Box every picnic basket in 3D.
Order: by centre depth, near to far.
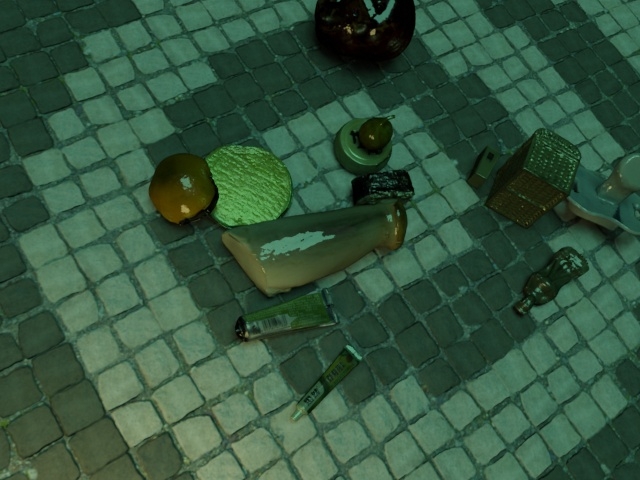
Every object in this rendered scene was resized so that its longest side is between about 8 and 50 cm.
[{"bbox_3d":[0.520,-0.155,1.567,0.134,0.196,0.154,30,62,1],"label":"picnic basket"}]

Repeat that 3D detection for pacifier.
[{"bbox_3d":[0.742,-0.141,1.615,0.279,0.207,0.227,23,46,-4],"label":"pacifier"}]

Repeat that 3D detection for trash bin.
[{"bbox_3d":[0.413,-0.184,1.630,0.043,0.061,0.092,30,66,0],"label":"trash bin"}]

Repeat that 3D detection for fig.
[{"bbox_3d":[0.132,-0.258,1.506,0.084,0.098,0.081,-9,69,-6],"label":"fig"}]

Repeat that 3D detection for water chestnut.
[{"bbox_3d":[0.119,-0.597,1.637,0.289,0.244,0.288,6,67,-14],"label":"water chestnut"}]

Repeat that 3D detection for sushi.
[{"bbox_3d":[0.148,-0.120,1.519,0.151,0.090,0.078,-5,72,-18],"label":"sushi"}]

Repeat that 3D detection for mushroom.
[{"bbox_3d":[0.000,0.008,1.404,0.408,0.137,0.154,-13,60,-13],"label":"mushroom"}]

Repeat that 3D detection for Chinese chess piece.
[{"bbox_3d":[0.105,-0.231,1.573,0.144,0.058,0.144,6,66,-13],"label":"Chinese chess piece"}]

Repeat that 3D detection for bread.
[{"bbox_3d":[-0.173,-0.120,1.469,0.229,0.033,0.228,4,67,-10],"label":"bread"}]

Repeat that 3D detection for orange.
[{"bbox_3d":[-0.301,-0.119,1.382,0.170,0.112,0.160,17,79,15],"label":"orange"}]

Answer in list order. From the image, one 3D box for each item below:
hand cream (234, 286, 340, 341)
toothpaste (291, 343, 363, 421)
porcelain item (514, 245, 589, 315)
[{"bbox_3d":[-0.074,0.166,1.364,0.235,0.055,0.086,-13,73,-27],"label":"hand cream"},{"bbox_3d":[0.010,0.298,1.331,0.049,0.031,0.204,44,61,7],"label":"toothpaste"},{"bbox_3d":[0.541,0.101,1.537,0.216,0.069,0.081,-35,83,-20],"label":"porcelain item"}]
